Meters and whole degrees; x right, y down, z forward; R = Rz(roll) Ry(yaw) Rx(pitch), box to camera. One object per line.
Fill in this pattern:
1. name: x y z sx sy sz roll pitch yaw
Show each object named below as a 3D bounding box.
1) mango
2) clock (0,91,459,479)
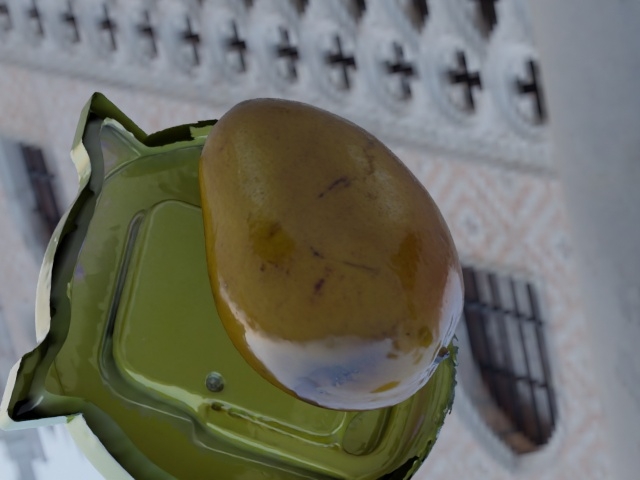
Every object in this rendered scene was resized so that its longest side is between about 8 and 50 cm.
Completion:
1. mango: 0.000 0.000 1.062 0.145 0.112 0.219 -16 -121 -18
2. clock: -0.054 0.058 1.170 0.071 0.293 0.277 -40 -152 57
